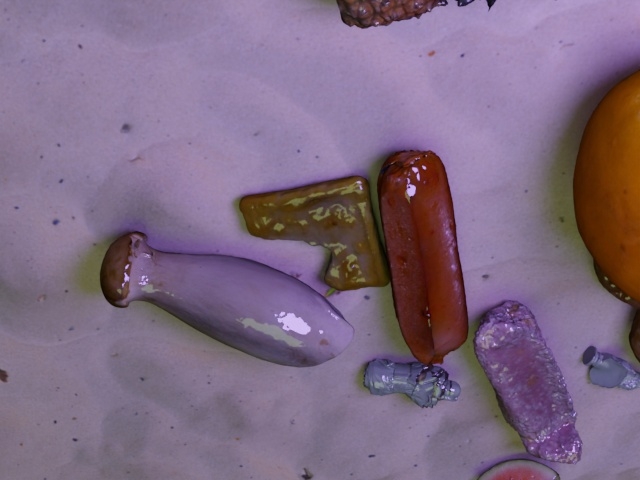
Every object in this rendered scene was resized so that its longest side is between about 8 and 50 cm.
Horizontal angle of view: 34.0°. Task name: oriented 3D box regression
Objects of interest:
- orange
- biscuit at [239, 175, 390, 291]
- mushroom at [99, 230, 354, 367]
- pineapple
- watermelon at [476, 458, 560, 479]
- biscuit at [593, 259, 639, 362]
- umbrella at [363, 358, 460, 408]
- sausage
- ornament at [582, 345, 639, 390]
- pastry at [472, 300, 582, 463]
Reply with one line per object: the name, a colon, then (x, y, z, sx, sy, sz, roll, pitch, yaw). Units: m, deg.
orange: (0.438, -0.062, 1.167, 0.312, 0.312, 0.312, 2, 125, 3)
biscuit: (0.000, 0.000, 1.401, 0.174, 0.039, 0.183, -13, 122, 12)
mushroom: (-0.126, 0.082, 1.416, 0.350, 0.128, 0.128, 17, 125, -6)
pineapple: (0.136, -0.300, 1.133, 0.248, 0.128, 0.128, -5, 125, 2)
watermelon: (0.305, 0.406, 1.636, 0.135, 0.094, 0.125, 8, 134, 4)
biscuit: (0.597, 0.033, 1.367, 0.432, 0.064, 0.283, -22, 112, 16)
umbrella: (0.133, 0.208, 1.526, 0.144, 0.062, 0.067, 11, 94, 4)
sausage: (0.135, 0.025, 1.375, 0.102, 0.102, 0.330, -6, 124, 8)
ornament: (0.420, 0.188, 1.504, 0.068, 0.041, 0.092, -12, 135, 35)
pastry: (0.290, 0.196, 1.482, 0.103, 0.112, 0.265, -21, 115, 8)
